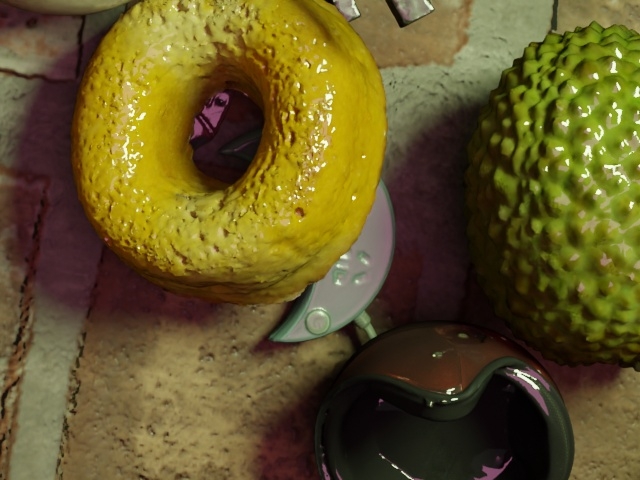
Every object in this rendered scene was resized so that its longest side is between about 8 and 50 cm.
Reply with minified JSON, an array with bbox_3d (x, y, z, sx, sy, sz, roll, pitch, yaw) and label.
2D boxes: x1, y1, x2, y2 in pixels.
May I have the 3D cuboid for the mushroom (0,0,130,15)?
[{"bbox_3d":[-0.199,-0.287,1.229,0.226,0.178,0.227,0,88,-18],"label":"mushroom"}]

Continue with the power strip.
[{"bbox_3d":[0.000,0.000,1.374,0.137,0.044,0.216,-18,100,-10],"label":"power strip"}]

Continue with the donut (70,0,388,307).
[{"bbox_3d":[-0.083,-0.086,1.275,0.277,0.108,0.278,-1,86,14],"label":"donut"}]

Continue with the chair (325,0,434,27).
[{"bbox_3d":[0.024,-0.392,1.232,0.203,0.240,0.416,-29,102,-5],"label":"chair"}]

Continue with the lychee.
[{"bbox_3d":[0.243,-0.024,1.318,0.270,0.270,0.320,-34,99,-6],"label":"lychee"}]

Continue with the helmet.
[{"bbox_3d":[0.102,0.163,1.338,0.216,0.193,0.189,1,111,1],"label":"helmet"}]

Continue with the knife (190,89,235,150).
[{"bbox_3d":[-0.107,-0.092,1.353,0.035,0.018,0.247,27,89,-11],"label":"knife"}]
